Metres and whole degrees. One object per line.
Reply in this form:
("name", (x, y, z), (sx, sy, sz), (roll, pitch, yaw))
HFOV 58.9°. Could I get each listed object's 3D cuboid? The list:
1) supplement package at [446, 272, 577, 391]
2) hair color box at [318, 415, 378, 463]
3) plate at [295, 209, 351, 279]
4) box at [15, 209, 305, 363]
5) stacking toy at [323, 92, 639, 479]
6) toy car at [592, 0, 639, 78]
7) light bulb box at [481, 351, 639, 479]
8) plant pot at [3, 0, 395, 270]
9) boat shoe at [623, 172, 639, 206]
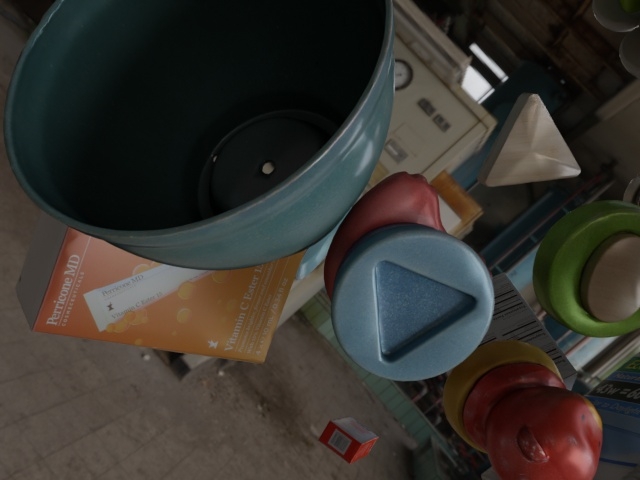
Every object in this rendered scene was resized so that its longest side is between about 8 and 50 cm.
("supplement package", (0.301, 0.206, 0.967), (0.194, 0.149, 0.203), (69, -4, -53))
("hair color box", (0.053, 0.361, 1.033), (0.072, 0.043, 0.141), (31, -2, 23))
("plate", (0.000, 0.000, 1.163), (0.024, 0.188, 0.188), (36, 2, 11))
("box", (-0.224, 0.032, 0.835), (0.345, 0.215, 0.168), (17, 5, -37))
("stacking toy", (0.175, 0.056, 0.477), (0.309, 0.279, 0.130), (42, 10, -15))
("toy car", (0.387, -0.282, 0.614), (0.159, 0.136, 0.182), (50, 25, -58))
("light bulb box", (0.457, 0.304, 0.652), (0.225, 0.361, 0.358), (59, -15, 0))
("plant pot", (-0.069, -0.096, 0.479), (0.293, 0.293, 0.196), (50, -3, 29))
("boat shoe", (0.553, -0.005, 0.709), (0.324, 0.116, 0.096), (20, 16, -3))
